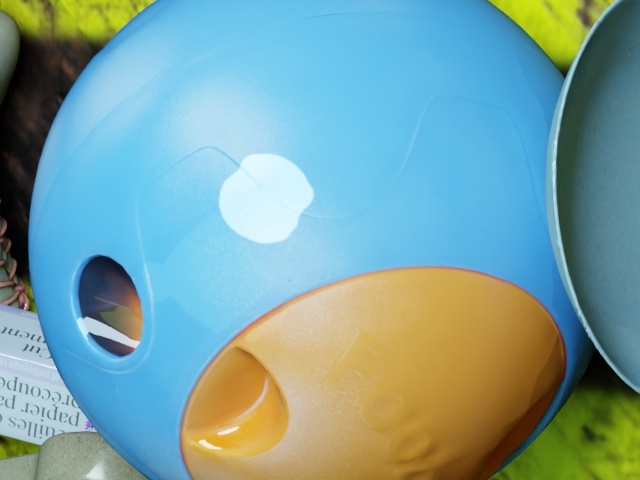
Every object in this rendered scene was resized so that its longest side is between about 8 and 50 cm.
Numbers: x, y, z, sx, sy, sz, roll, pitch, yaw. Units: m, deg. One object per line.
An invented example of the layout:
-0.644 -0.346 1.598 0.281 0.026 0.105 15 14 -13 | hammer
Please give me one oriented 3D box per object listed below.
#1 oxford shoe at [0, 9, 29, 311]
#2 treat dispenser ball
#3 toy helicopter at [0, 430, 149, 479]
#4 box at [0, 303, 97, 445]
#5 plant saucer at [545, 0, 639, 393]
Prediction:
-0.246 -0.003 1.312 0.130 0.123 0.348 25 119 5 | oxford shoe
0.000 0.000 0.954 0.288 0.288 0.288 12 109 39 | treat dispenser ball
-0.240 0.160 1.204 0.355 0.235 0.140 -16 53 38 | toy helicopter
-0.261 0.068 1.247 0.324 0.067 0.063 15 117 6 | box
0.153 -0.021 0.876 0.037 0.195 0.195 -2 100 44 | plant saucer
